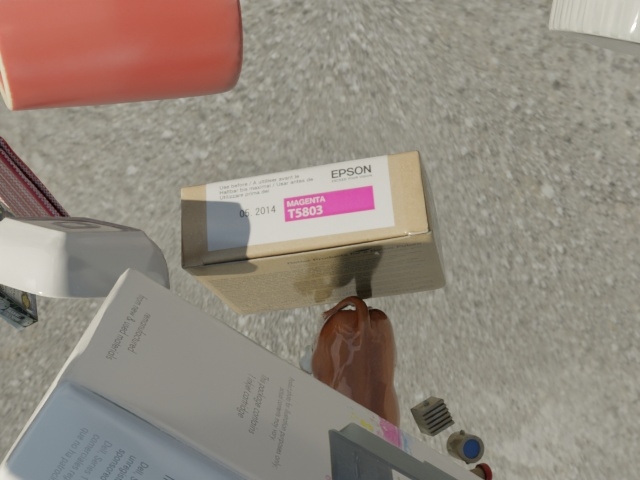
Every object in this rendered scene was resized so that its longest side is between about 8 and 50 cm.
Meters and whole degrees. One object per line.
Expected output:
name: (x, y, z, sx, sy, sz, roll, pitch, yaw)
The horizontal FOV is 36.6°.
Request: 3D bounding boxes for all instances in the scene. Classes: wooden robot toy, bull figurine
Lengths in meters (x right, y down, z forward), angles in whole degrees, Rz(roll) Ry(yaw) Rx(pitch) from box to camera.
wooden robot toy: (0.140, 0.235, 0.917, 0.076, 0.079, 0.173, -10, 89, -19)
bull figurine: (0.025, 0.211, 1.009, 0.101, 0.188, 0.311, 8, 91, -10)

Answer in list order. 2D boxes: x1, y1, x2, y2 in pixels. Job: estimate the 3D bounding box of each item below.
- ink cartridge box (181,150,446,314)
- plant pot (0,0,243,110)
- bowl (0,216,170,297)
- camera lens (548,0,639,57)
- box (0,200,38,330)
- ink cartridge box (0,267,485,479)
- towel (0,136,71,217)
ink cartridge box: (0.000, 0.000, 0.964, 0.234, 0.193, 0.088, -7, 70, 8)
plant pot: (-0.243, -0.262, 1.043, 0.243, 0.275, 0.275, -18, 105, -18)
bowl: (-0.217, 0.011, 0.844, 0.142, 0.142, 0.053, 11, 99, 40)
camera lens: (0.265, -0.236, 0.557, 0.219, 0.219, 0.274, 13, 102, -2)
box: (-0.335, 0.014, 1.003, 0.027, 0.137, 0.094, -26, 142, 8)
ink cartridge box: (-0.010, 0.201, 0.506, 0.353, 0.119, 0.207, 33, 111, -9)
towel: (-0.406, -0.061, 1.272, 0.031, 0.274, 0.199, -49, 120, -23)
